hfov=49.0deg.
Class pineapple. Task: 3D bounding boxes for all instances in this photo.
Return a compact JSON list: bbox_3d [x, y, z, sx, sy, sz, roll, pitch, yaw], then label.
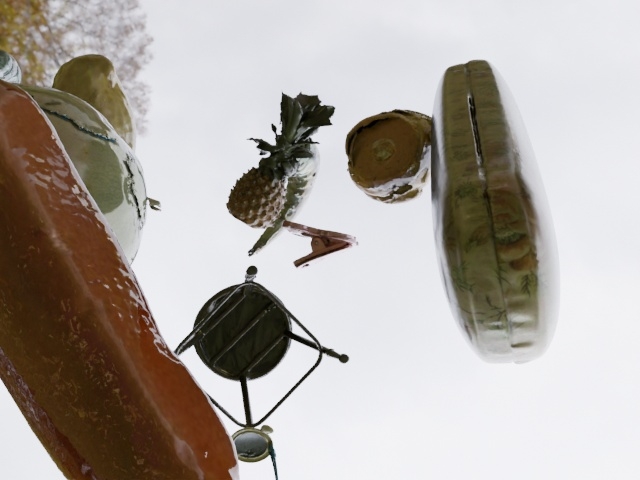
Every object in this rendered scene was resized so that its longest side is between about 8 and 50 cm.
[{"bbox_3d":[-0.075,-0.154,1.355,0.130,0.277,0.119,36,-160,23],"label":"pineapple"}]

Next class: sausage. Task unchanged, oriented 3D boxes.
[{"bbox_3d":[-0.164,0.043,0.441,0.097,0.348,0.094,-39,166,29],"label":"sausage"}]

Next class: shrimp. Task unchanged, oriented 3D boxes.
[{"bbox_3d":[-0.074,-0.102,1.547,0.068,0.287,0.185,32,-166,16],"label":"shrimp"}]

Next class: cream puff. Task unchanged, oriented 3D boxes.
[{"bbox_3d":[0.099,-0.112,0.914,0.133,0.104,0.119,-44,-117,4],"label":"cream puff"}]

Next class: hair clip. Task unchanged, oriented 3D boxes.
[{"bbox_3d":[-0.003,-0.011,1.429,0.138,0.123,0.102,-22,-97,9],"label":"hair clip"}]

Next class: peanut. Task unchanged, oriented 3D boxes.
[{"bbox_3d":[-0.459,-0.171,1.385,0.192,0.387,0.169,12,-171,38],"label":"peanut"}]

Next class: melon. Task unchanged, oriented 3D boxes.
[{"bbox_3d":[-0.327,-0.022,0.693,0.330,0.268,0.268,-10,-142,-11],"label":"melon"}]

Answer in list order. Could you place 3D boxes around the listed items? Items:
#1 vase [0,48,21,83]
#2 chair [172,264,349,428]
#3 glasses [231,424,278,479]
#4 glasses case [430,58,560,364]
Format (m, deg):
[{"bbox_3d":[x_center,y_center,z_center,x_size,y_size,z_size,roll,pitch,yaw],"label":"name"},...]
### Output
[{"bbox_3d":[-0.455,-0.237,0.995,0.060,0.060,0.211,-32,-166,-19],"label":"vase"},{"bbox_3d":[-0.205,0.293,1.963,0.364,0.362,0.410,-46,-170,-3],"label":"chair"},{"bbox_3d":[-0.164,0.449,1.251,0.190,0.088,0.220,0,-131,-16],"label":"glasses"},{"bbox_3d":[0.154,-0.053,0.658,0.098,0.156,0.425,-10,-154,14],"label":"glasses case"}]
